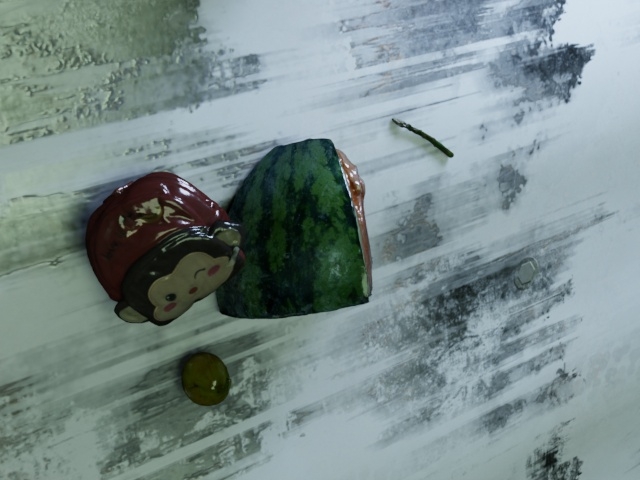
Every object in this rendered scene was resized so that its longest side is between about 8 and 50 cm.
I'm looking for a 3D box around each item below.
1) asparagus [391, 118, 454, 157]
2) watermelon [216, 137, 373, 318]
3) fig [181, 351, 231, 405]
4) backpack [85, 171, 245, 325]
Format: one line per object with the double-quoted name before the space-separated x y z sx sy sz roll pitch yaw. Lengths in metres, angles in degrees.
"asparagus" 0.186 -0.185 1.590 0.162 0.016 0.016 25 108 -39
"watermelon" -0.040 -0.005 1.429 0.250 0.292 0.283 1 77 3
"fig" -0.174 0.227 1.406 0.082 0.098 0.084 12 108 -39
"backpack" -0.230 0.004 1.280 0.229 0.139 0.229 -12 124 -18
